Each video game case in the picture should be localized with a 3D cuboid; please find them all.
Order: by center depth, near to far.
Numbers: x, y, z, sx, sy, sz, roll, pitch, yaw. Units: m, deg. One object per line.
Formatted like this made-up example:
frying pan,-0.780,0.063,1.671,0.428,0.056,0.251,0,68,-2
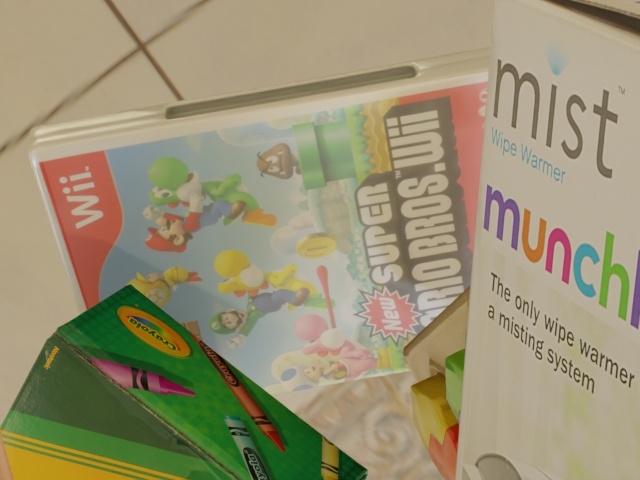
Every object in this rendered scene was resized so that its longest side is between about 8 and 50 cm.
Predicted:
video game case,0.000,0.000,0.993,0.285,0.204,0.025,-10,38,3

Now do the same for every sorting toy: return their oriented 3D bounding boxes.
sorting toy,0.095,0.125,0.870,0.038,0.208,0.193,-24,81,-10

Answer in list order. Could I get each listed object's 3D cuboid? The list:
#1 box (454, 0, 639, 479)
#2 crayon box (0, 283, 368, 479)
box,0.171,0.053,0.427,0.262,0.127,0.231,-5,111,-24
crayon box,-0.115,0.183,0.959,0.165,0.081,0.278,37,119,10
